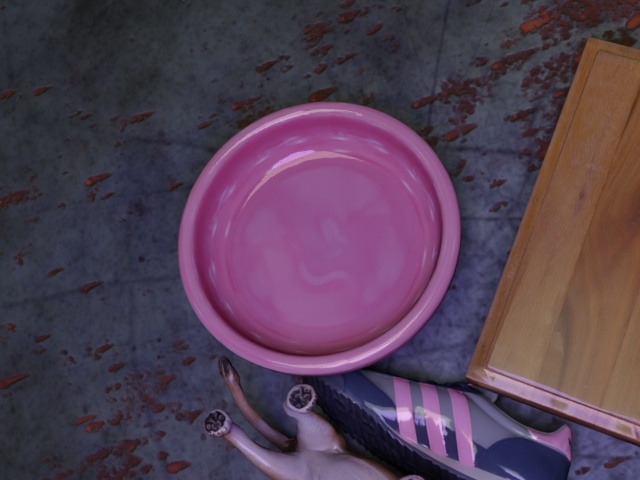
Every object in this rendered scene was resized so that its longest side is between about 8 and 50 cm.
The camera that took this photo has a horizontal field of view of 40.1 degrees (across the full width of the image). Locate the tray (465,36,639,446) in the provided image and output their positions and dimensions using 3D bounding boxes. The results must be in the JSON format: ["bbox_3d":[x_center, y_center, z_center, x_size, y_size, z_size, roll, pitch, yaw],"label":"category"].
[{"bbox_3d":[0.325,-0.005,0.958,0.203,0.076,0.411,19,81,16],"label":"tray"}]

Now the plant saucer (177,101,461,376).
[{"bbox_3d":[0.000,0.000,1.037,0.332,0.084,0.332,-4,71,10],"label":"plant saucer"}]

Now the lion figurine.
[{"bbox_3d":[0.045,0.282,0.961,0.142,0.240,0.392,-45,51,-5],"label":"lion figurine"}]

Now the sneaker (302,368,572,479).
[{"bbox_3d":[0.133,0.203,1.005,0.319,0.112,0.131,28,61,21],"label":"sneaker"}]
